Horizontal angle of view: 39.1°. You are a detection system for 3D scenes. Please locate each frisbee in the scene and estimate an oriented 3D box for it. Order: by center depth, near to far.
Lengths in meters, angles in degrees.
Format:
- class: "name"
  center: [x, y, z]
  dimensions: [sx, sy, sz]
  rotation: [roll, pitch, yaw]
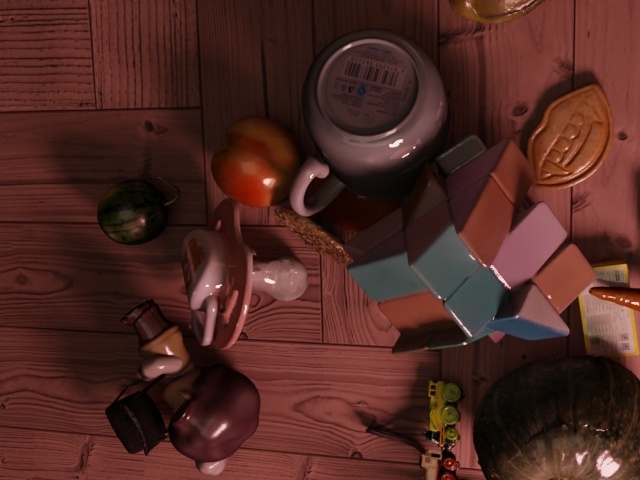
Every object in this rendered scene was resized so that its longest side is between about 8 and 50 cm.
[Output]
- class: "frisbee"
  center: [0.072, -0.111, 1.804]
  dimensions: [0.192, 0.035, 0.192]
  rotation: [3, 101, 16]

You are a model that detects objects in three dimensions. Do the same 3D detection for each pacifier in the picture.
- class: "pacifier"
  center: [-0.171, 0.066, 1.802]
  dimensions: [0.273, 0.332, 0.220]
  rotation: [-21, 132, -1]

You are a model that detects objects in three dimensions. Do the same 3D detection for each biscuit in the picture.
- class: "biscuit"
  center: [0.466, -0.186, 1.674]
  dimensions: [0.142, 0.029, 0.220]
  rotation: [34, 107, 8]
- class: "biscuit"
  center: [0.001, -0.001, 1.757]
  dimensions: [0.220, 0.220, 0.033]
  rotation: [33, 82, 9]

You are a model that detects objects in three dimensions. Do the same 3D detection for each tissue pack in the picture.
- class: "tissue pack"
  center: [0.536, 0.128, 1.690]
  dimensions: [0.095, 0.062, 0.176]
  rotation: [-9, 96, 16]

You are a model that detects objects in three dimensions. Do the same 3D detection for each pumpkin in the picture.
- class: "pumpkin"
  center: [0.449, 0.365, 1.658]
  dimensions: [0.328, 0.257, 0.291]
  rotation: [-26, 118, 29]

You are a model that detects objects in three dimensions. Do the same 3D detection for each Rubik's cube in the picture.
- class: "Rubik's cube"
  center: [0.253, 0.033, 1.610]
  dimensions: [0.387, 0.368, 0.358]
  rotation: [-35, 110, 18]

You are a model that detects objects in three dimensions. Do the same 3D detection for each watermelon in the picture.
- class: "watermelon"
  center: [-0.376, -0.064, 1.893]
  dimensions: [0.187, 0.141, 0.140]
  rotation: [-15, 95, 15]

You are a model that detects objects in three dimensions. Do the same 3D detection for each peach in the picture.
- class: "peach"
  center: [-0.122, -0.152, 1.786]
  dimensions: [0.184, 0.184, 0.184]
  rotation: [3, 100, 16]

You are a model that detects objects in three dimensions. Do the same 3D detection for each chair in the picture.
- class: "chair"
  center: [-0.389, 0.386, 1.931]
  dimensions: [0.145, 0.221, 0.140]
  rotation: [-27, 91, 19]

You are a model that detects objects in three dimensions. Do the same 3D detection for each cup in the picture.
- class: "cup"
  center: [0.067, -0.191, 1.609]
  dimensions: [0.259, 0.274, 0.356]
  rotation: [42, 88, 15]

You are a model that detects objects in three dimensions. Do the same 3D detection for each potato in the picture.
- class: "potato"
  center: [0.341, -0.481, 1.600]
  dimensions: [0.248, 0.143, 0.169]
  rotation: [-21, 82, 20]

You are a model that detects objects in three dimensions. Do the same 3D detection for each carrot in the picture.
- class: "carrot"
  center: [0.648, 0.127, 1.629]
  dimensions: [0.336, 0.069, 0.069]
  rotation: [16, 104, 1]

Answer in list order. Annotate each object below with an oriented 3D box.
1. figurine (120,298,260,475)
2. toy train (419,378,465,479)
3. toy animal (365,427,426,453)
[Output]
- class: "figurine"
  center: [-0.289, 0.303, 1.859]
  dimensions: [0.365, 0.218, 0.206]
  rotation: [41, 74, -1]
- class: "toy train"
  center: [0.240, 0.403, 1.785]
  dimensions: [0.085, 0.053, 0.249]
  rotation: [2, 74, 13]
- class: "toy animal"
  center: [0.251, 0.521, 1.839]
  dimensions: [0.302, 0.225, 0.284]
  rotation: [-3, 78, 5]
